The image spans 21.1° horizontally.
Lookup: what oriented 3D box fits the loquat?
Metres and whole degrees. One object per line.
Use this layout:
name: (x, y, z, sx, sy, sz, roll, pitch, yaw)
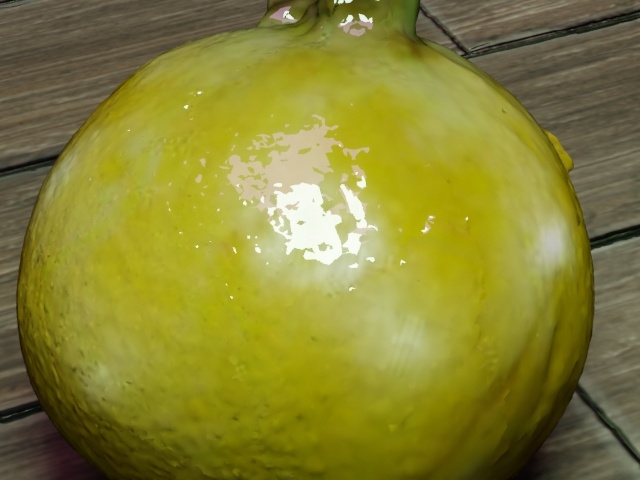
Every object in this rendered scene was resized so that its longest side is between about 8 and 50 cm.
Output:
loquat: (0.000, 0.000, 0.970, 0.329, 0.359, 0.328, 11, 16, -3)
